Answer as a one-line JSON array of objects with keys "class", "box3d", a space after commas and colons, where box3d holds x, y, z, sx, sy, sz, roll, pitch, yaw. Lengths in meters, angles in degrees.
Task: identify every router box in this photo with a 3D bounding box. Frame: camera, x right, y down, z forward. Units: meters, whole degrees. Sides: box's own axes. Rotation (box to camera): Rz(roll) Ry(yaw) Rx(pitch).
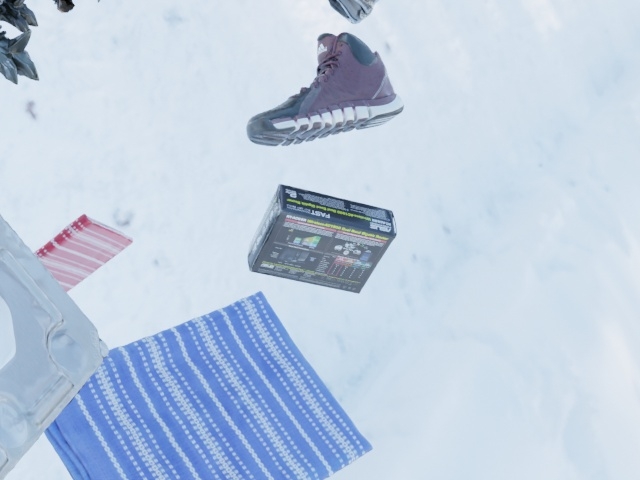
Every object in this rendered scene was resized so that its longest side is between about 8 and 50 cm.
[{"class": "router box", "box3d": [0.000, 0.000, 0.992, 0.123, 0.092, 0.038, 13, 46, -19]}]

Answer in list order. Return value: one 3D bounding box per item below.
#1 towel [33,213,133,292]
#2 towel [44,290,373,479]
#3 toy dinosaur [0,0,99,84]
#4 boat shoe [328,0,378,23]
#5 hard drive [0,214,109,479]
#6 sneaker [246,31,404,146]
[{"class": "towel", "box3d": [-0.418, 0.059, 1.487, 0.031, 0.275, 0.199, 54, 2, 11]}, {"class": "towel", "box3d": [-0.125, 0.193, 1.103, 0.336, 0.040, 0.243, -19, 63, -41]}, {"class": "toy dinosaur", "box3d": [-0.300, -0.297, 0.989, 0.322, 0.218, 0.164, 24, 29, -5]}, {"class": "boat shoe", "box3d": [-0.047, -0.188, 0.519, 0.127, 0.113, 0.340, 52, 24, 20]}, {"class": "hard drive", "box3d": [-0.262, 0.058, 0.529, 0.237, 0.064, 0.339, 53, 21, -9]}, {"class": "sneaker", "box3d": [-0.009, -0.249, 1.631, 0.282, 0.106, 0.162, -14, 85, -30]}]
